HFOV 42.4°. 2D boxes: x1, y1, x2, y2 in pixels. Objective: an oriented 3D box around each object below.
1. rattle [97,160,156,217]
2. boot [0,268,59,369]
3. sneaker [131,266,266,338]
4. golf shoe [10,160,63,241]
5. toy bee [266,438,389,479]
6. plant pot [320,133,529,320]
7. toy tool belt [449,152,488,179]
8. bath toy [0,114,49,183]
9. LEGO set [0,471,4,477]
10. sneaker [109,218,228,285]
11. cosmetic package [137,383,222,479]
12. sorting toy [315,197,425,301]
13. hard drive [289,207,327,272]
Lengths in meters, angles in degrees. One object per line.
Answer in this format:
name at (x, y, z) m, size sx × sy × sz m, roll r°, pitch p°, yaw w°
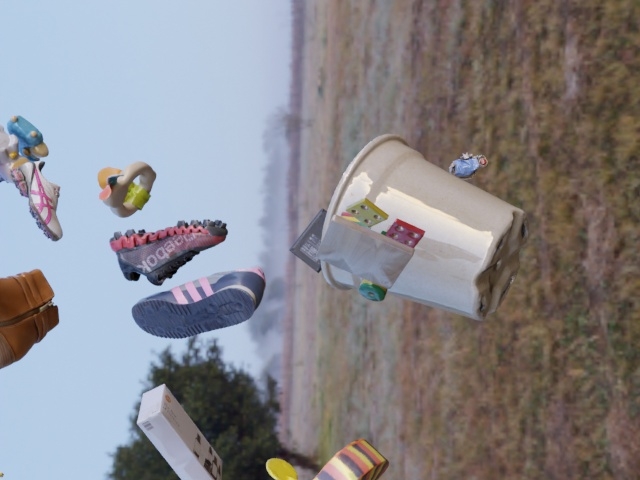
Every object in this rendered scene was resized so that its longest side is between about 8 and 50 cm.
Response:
rattle at (-0.430, -0.125, 1.671) m, size 0.130 × 0.143 × 0.200 m, roll -49°, pitch -11°, yaw 18°
boot at (-0.595, 0.095, 1.545) m, size 0.220 × 0.109 × 0.283 m, roll -41°, pitch -56°, yaw -56°
sneaker at (-0.257, 0.131, 1.789) m, size 0.112 × 0.319 × 0.131 m, roll 69°, pitch -152°, yaw -24°
golf shoe at (-0.601, -0.089, 1.802) m, size 0.186 × 0.086 × 0.067 m, roll 63°, pitch 158°, yaw 0°
toy bee at (-0.018, 0.420, 1.200) m, size 0.298 × 0.195 × 0.162 m, roll -69°, pitch -24°, yaw -12°
plant pot at (0.218, -0.005, 1.592) m, size 0.334 × 0.305 × 0.334 m, roll -40°, pitch -38°, yaw -41°
toy tool belt at (0.306, -0.155, 1.703) m, size 0.051 × 0.083 × 0.052 m, roll 55°, pitch -162°, yaw -72°
bath toy at (-0.825, -0.162, 1.998) m, size 0.348 × 0.151 × 0.129 m, roll -45°, pitch 1°, yaw -43°
LEGO set at (-0.770, 0.517, 1.780) m, size 0.107 × 0.132 × 0.287 m, roll -57°, pitch 14°, yaw -28°
sneaker at (-0.326, 0.027, 1.808) m, size 0.097 × 0.276 × 0.135 m, roll 0°, pitch -100°, yaw -76°
cosmetic package at (-0.287, 0.420, 1.716) m, size 0.239 × 0.060 × 0.099 m, roll 60°, pitch -173°, yaw -25°
sorting toy at (0.073, 0.003, 1.273) m, size 0.274 × 0.132 × 0.046 m, roll 113°, pitch 180°, yaw -62°
hard drive at (0.000, 0.000, 2.049) m, size 0.135 × 0.094 × 0.022 m, roll -52°, pitch -3°, yaw -1°
